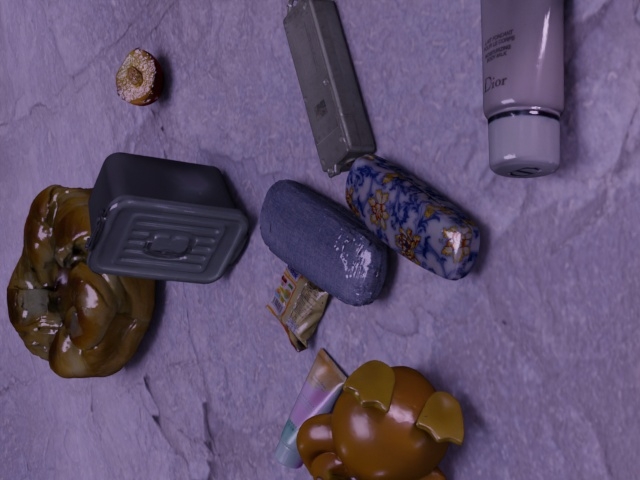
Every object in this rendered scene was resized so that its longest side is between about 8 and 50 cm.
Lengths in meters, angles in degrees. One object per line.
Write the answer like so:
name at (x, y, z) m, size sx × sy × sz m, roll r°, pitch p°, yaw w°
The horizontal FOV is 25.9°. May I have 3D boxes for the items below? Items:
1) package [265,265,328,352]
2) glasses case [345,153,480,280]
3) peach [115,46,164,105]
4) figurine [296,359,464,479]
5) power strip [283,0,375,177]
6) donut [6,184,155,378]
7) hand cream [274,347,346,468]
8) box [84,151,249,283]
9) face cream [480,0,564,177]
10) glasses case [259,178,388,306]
package at (-0.030, 0.085, 2.026) m, size 0.108 × 0.031 × 0.120 m, roll 48°, pitch 123°, yaw 41°
glasses case at (0.114, -0.031, 1.783) m, size 0.248 × 0.065 × 0.087 m, roll 40°, pitch 122°, yaw 45°
peach at (-0.296, -0.273, 2.355) m, size 0.098 × 0.061 × 0.098 m, roll 0°, pitch 89°, yaw 32°
figurine at (0.075, 0.266, 1.787) m, size 0.215 × 0.215 × 0.228 m, roll 42°, pitch 110°, yaw 45°
power strip at (0.009, -0.218, 1.933) m, size 0.078 × 0.052 × 0.272 m, roll -37°, pitch 62°, yaw 50°
donut at (-0.430, 0.074, 2.476) m, size 0.360 × 0.170 × 0.360 m, roll 0°, pitch 90°, yaw 54°
hand cream at (-0.015, 0.247, 2.009) m, size 0.076 × 0.047 × 0.174 m, roll 47°, pitch 120°, yaw 45°
box at (-0.247, -0.038, 2.159) m, size 0.163 × 0.243 × 0.135 m, roll -62°, pitch 34°, yaw 38°
face cream at (0.234, -0.230, 1.601) m, size 0.143 × 0.089 × 0.314 m, roll -16°, pitch 69°, yaw 54°
glasses case at (0.000, 0.000, 1.946) m, size 0.282 × 0.067 × 0.109 m, roll 34°, pitch 115°, yaw 51°
